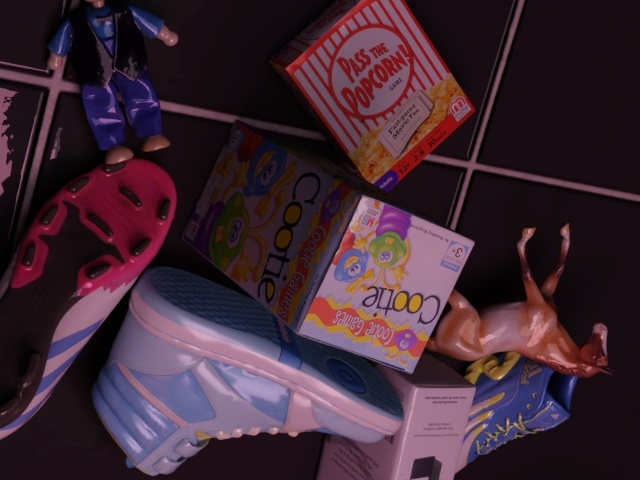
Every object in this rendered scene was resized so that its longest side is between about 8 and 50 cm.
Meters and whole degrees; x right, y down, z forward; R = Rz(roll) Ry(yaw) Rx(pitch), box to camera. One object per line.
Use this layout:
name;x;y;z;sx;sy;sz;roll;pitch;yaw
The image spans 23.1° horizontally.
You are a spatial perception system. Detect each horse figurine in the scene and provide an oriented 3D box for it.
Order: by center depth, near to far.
horse figurine;0.192;0.074;1.755;0.263;0.066;0.174;-5;96;-9

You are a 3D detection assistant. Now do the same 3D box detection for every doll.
doll;-0.196;-0.175;1.504;0.129;0.046;0.189;-18;110;-11

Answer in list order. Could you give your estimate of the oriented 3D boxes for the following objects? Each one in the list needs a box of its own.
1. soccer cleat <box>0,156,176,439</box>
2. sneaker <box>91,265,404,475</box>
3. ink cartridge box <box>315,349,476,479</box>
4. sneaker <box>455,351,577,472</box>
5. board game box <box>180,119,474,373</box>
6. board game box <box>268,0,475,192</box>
soccer cleat;-0.264;0.058;1.530;0.116;0.143;0.331;36;66;-1
sneaker;-0.088;0.174;1.620;0.319;0.127;0.208;27;109;-16
ink cartridge box;0.078;0.228;1.739;0.087;0.153;0.208;4;107;-31
sneaker;0.209;0.196;1.812;0.091;0.126;0.240;40;87;-33
board game box;0.000;0.000;1.538;0.144;0.275;0.142;22;97;-33
board game box;0.056;-0.162;1.646;0.147;0.045;0.193;-43;122;-8
